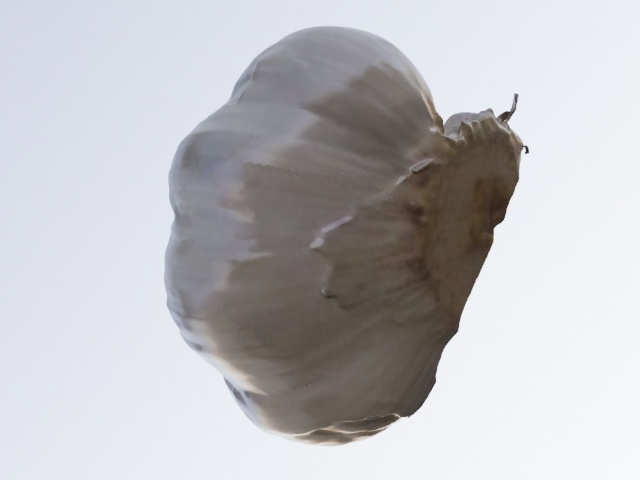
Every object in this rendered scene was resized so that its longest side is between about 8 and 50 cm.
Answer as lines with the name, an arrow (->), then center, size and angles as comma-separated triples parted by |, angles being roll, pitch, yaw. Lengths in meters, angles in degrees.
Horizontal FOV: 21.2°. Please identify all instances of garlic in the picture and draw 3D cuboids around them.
garlic -> -0.005, 0.000, 0.453 | 0.074, 0.094, 0.113 | -4, -81, -51
